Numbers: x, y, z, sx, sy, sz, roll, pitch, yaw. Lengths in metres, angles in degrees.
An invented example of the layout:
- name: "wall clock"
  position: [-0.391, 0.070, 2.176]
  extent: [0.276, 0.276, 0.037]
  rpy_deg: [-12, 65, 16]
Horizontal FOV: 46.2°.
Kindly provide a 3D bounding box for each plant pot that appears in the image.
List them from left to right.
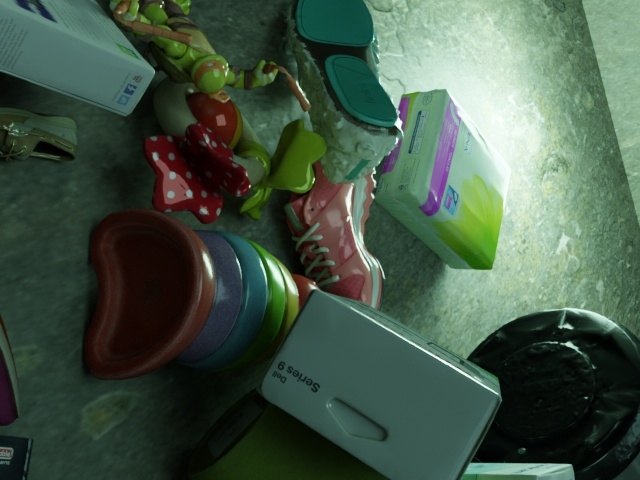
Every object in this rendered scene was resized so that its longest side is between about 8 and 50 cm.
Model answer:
- name: "plant pot"
  position: [-0.004, 0.312, 0.852]
  extent: [0.293, 0.275, 0.274]
  rpy_deg: [47, 44, -10]

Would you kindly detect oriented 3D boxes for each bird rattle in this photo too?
- name: "bird rattle"
  position: [-0.128, -0.109, 0.892]
  extent: [0.254, 0.143, 0.207]
  rpy_deg: [-4, 54, -54]

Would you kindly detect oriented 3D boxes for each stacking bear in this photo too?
- name: "stacking bear"
  position: [-0.098, 0.075, 0.858]
  extent: [0.289, 0.164, 0.175]
  rpy_deg: [19, 65, -54]

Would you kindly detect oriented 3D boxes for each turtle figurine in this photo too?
- name: "turtle figurine"
  position: [-0.146, -0.219, 0.846]
  extent: [0.270, 0.087, 0.217]
  rpy_deg: [13, 32, -46]

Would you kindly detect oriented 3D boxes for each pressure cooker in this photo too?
- name: "pressure cooker"
  position: [0.468, 0.368, 1.340]
  extent: [0.370, 0.376, 0.420]
  rpy_deg: [-51, 124, -17]

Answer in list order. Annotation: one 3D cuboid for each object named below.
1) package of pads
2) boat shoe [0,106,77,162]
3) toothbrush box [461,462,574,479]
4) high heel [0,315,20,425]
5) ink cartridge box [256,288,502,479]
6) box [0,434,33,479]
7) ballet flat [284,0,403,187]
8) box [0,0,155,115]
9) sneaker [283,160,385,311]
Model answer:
- name: "package of pads"
  position: [0.229, -0.108, 1.355]
  extent: [0.296, 0.101, 0.229]
  rpy_deg: [38, 59, -42]
- name: "boat shoe"
  position: [-0.292, -0.100, 0.730]
  extent: [0.135, 0.050, 0.045]
  rpy_deg: [-6, 79, -53]
- name: "toothbrush box"
  position: [0.193, 0.417, 1.016]
  extent: [0.126, 0.296, 0.216]
  rpy_deg: [11, 73, -51]
- name: "high heel"
  position: [-0.377, 0.013, 0.582]
  extent: [0.181, 0.127, 0.377]
  rpy_deg: [-25, 109, -21]
- name: "ink cartridge box"
  position: [0.081, 0.159, 0.824]
  extent: [0.121, 0.211, 0.289]
  rpy_deg: [-61, 166, 0]
- name: "box"
  position: [-0.343, 0.230, 0.571]
  extent: [0.220, 0.051, 0.175]
  rpy_deg: [24, 62, -46]
- name: "ballet flat"
  position: [0.014, -0.231, 1.085]
  extent: [0.147, 0.147, 0.408]
  rpy_deg: [43, 26, -37]
- name: "box"
  position: [-0.319, -0.227, 0.617]
  extent: [0.322, 0.058, 0.232]
  rpy_deg: [17, 26, -50]
- name: "sneaker"
  position: [0.000, 0.000, 1.058]
  extent: [0.136, 0.116, 0.313]
  rpy_deg: [17, 60, -38]
